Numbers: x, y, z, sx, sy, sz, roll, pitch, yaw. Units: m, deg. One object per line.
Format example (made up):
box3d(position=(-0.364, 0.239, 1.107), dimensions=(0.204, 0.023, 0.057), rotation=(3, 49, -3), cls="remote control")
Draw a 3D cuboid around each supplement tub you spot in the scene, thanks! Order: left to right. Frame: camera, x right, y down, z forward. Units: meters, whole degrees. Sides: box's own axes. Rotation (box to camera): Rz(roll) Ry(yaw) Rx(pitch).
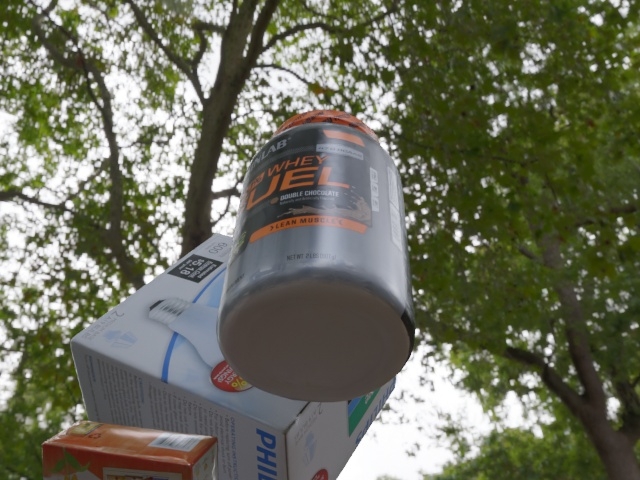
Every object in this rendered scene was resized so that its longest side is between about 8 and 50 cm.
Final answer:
box3d(position=(0.000, 0.000, 0.789), dimensions=(0.207, 0.338, 0.207), rotation=(1, -49, 1), cls="supplement tub")

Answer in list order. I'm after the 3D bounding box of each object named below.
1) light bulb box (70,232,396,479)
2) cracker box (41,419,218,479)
box3d(position=(-0.109, 0.197, 1.029), dimensions=(0.361, 0.358, 0.225), rotation=(15, -56, 25), cls="light bulb box")
box3d(position=(-0.180, 0.302, 0.644), dimensions=(0.156, 0.232, 0.067), rotation=(3, 7, 15), cls="cracker box")
